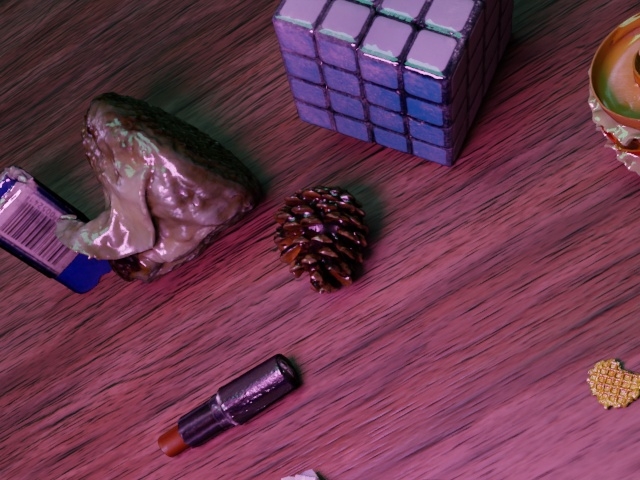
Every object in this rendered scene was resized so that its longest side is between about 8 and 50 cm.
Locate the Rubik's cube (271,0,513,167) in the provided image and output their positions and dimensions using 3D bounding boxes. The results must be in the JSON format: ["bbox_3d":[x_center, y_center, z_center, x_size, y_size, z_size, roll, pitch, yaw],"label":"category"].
[{"bbox_3d":[0.148,-0.391,1.745,0.337,0.344,0.343,20,72,17],"label":"Rubik's cube"}]

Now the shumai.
[{"bbox_3d":[-0.343,-0.075,1.936,0.395,0.395,0.348,39,107,38],"label":"shumai"}]

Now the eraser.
[{"bbox_3d":[-0.572,-0.018,1.983,0.155,0.332,0.101,-48,51,-2],"label":"eraser"}]

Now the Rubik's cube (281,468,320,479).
[{"bbox_3d":[-0.029,0.428,1.597,0.075,0.073,0.084,-18,58,19],"label":"Rubik's cube"}]

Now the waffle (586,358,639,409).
[{"bbox_3d":[0.461,0.224,1.480,0.078,0.016,0.085,-41,51,2],"label":"waffle"}]

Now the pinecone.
[{"bbox_3d":[0.000,-0.002,1.765,0.179,0.184,0.204,2,88,4],"label":"pinecone"}]

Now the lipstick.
[{"bbox_3d":[-0.174,0.312,1.739,0.300,0.081,0.081,-34,52,12],"label":"lipstick"}]

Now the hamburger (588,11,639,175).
[{"bbox_3d":[0.584,-0.234,1.547,0.275,0.212,0.274,-16,54,23],"label":"hamburger"}]
